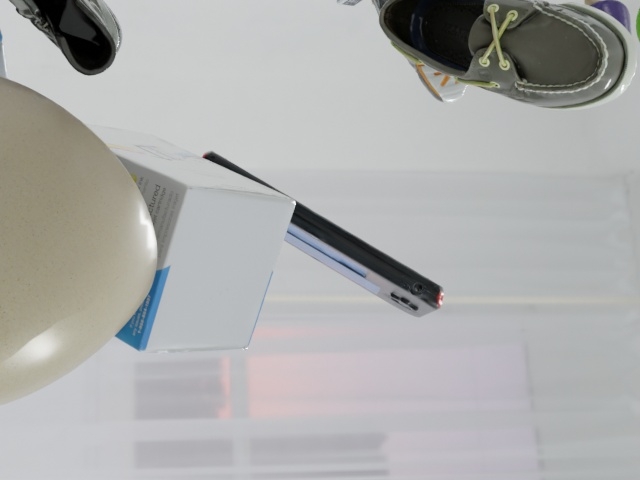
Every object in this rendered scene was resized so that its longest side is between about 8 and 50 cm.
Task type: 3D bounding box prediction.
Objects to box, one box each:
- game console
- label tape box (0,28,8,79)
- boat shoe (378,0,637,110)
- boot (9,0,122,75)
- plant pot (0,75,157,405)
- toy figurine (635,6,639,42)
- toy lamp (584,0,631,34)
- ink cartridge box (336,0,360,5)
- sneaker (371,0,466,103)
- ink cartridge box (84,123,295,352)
[{"bbox_3d":[0.000,0.000,1.596,0.060,0.386,0.342,-60,177,-1],"label":"game console"},{"bbox_3d":[-0.471,-0.194,1.288,0.249,0.115,0.348,42,-34,30],"label":"label tape box"},{"bbox_3d":[0.180,-0.202,1.102,0.305,0.091,0.109,28,-70,49],"label":"boat shoe"},{"bbox_3d":[-0.257,-0.248,0.929,0.246,0.083,0.161,48,-1,-12],"label":"boot"},{"bbox_3d":[-0.300,0.031,0.873,0.191,0.284,0.284,-65,166,-48],"label":"plant pot"},{"bbox_3d":[0.447,-0.292,1.267,0.159,0.173,0.130,30,64,-62],"label":"toy figurine"},{"bbox_3d":[0.391,-0.365,1.575,0.080,0.080,0.275,100,-12,-48],"label":"toy lamp"},{"bbox_3d":[0.088,-0.542,1.892,0.206,0.045,0.208,-15,-104,62],"label":"ink cartridge box"},{"bbox_3d":[0.133,-0.277,1.459,0.215,0.084,0.083,68,-25,13],"label":"sneaker"},{"bbox_3d":[-0.183,-0.008,1.121,0.232,0.168,0.171,24,-78,34],"label":"ink cartridge box"}]
